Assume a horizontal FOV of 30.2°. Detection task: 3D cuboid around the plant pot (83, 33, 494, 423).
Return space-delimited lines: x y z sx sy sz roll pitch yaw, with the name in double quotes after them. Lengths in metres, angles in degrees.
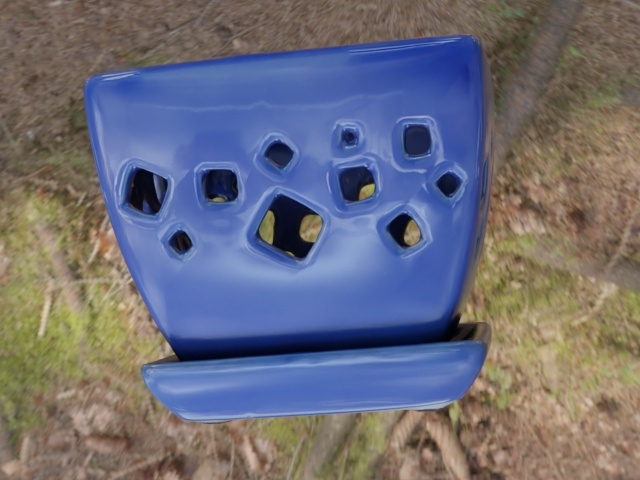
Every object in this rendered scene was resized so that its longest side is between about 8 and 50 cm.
0.000 0.000 0.766 0.236 0.236 0.212 -5 89 8 "plant pot"
